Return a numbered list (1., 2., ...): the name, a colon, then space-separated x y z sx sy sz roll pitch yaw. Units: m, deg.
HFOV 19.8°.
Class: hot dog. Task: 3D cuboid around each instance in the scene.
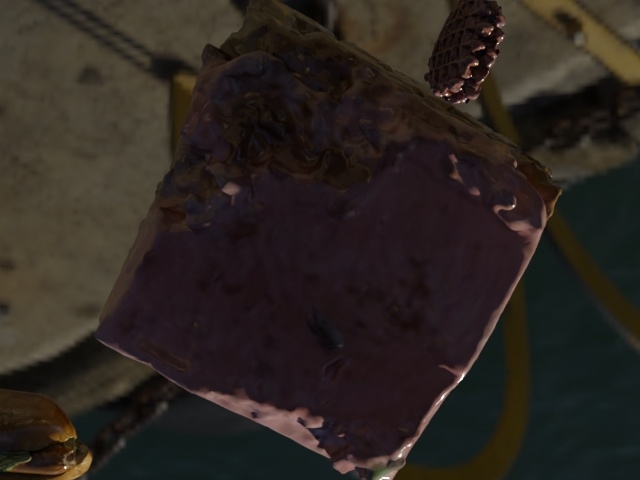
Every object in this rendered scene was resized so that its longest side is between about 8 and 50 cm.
1. hot dog: -0.310 0.175 1.594 0.249 0.068 0.100 1 131 32

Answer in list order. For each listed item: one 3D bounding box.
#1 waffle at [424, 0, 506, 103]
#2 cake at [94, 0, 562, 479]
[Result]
1. waffle: 0.099 -0.134 1.246 0.029 0.075 0.083 19 115 -20
2. cake: 0.000 0.000 1.501 0.314 0.293 0.307 31 95 -3
